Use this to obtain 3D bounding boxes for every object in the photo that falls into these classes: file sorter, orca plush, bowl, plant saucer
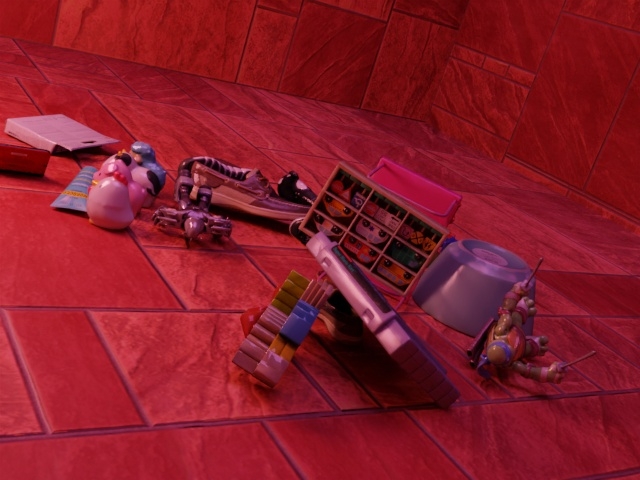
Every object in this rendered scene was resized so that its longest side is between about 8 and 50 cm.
[{"bbox_3d":[0.146,0.002,1.727,0.202,0.290,0.182,28,24,9],"label":"file sorter"},{"bbox_3d":[-0.062,-0.093,2.202,0.287,0.102,0.151,47,-12,37],"label":"orca plush"},{"bbox_3d":[0.392,0.105,1.886,0.312,0.163,0.311,17,19,-6],"label":"bowl"},{"bbox_3d":[0.030,0.093,1.814,0.084,0.013,0.083,16,19,-6],"label":"plant saucer"}]

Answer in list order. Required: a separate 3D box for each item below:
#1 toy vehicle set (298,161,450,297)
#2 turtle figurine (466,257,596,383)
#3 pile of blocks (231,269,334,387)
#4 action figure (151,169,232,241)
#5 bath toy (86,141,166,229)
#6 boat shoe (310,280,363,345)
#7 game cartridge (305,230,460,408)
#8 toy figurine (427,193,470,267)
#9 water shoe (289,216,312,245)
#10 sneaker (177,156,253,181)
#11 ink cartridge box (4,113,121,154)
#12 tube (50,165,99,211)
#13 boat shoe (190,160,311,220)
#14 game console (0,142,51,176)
[{"bbox_3d":[0.109,-0.023,1.607,0.267,0.166,0.035,33,17,7],"label":"toy vehicle set"},{"bbox_3d":[0.452,0.188,1.617,0.198,0.274,0.266,40,15,12],"label":"turtle figurine"},{"bbox_3d":[-0.068,0.127,1.386,0.113,0.149,0.362,32,20,1],"label":"pile of blocks"},{"bbox_3d":[-0.297,-0.063,1.842,0.185,0.099,0.285,20,21,-17],"label":"action figure"},{"bbox_3d":[-0.462,-0.137,1.837,0.152,0.129,0.348,17,19,-4],"label":"bath toy"},{"bbox_3d":[0.029,0.133,1.606,0.080,0.073,0.223,7,22,-31],"label":"boat shoe"},{"bbox_3d":[0.113,0.139,1.467,0.230,0.068,0.355,54,-2,-42],"label":"game cartridge"},{"bbox_3d":[0.392,0.019,2.102,0.217,0.191,0.362,30,20,16],"label":"toy figurine"},{"bbox_3d":[0.000,0.000,1.960,0.203,0.072,0.080,24,23,22],"label":"water shoe"},{"bbox_3d":[-0.317,-0.186,2.180,0.163,0.106,0.281,26,10,39],"label":"sneaker"},{"bbox_3d":[-0.706,-0.283,2.153,0.224,0.045,0.223,25,20,17],"label":"ink cartridge box"},{"bbox_3d":[-0.559,-0.113,1.815,0.080,0.052,0.207,5,26,-5],"label":"tube"},{"bbox_3d":[-0.178,-0.130,2.047,0.342,0.123,0.123,13,1,-5],"label":"boat shoe"},{"bbox_3d":[-0.729,-0.205,1.858,0.144,0.124,0.085,5,49,-32],"label":"game console"}]
